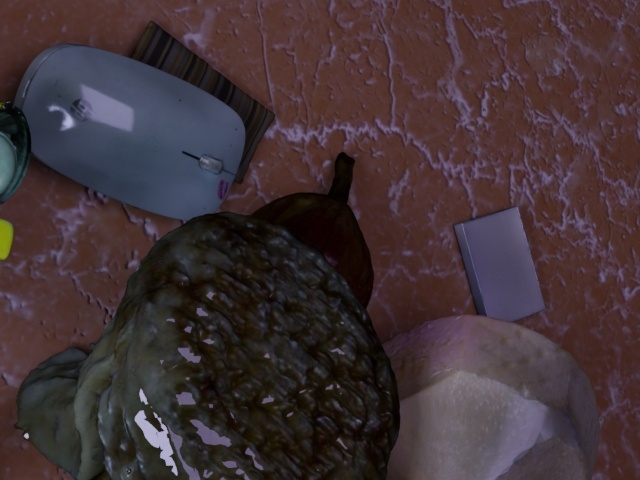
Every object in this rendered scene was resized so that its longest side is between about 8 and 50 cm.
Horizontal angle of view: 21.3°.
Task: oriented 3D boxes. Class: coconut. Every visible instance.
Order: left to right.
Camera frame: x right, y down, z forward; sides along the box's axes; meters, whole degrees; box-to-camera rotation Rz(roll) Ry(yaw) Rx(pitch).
[{"bbox_3d":[0.175,0.270,2.060,0.352,0.352,0.353,5,80,-31],"label":"coconut"}]

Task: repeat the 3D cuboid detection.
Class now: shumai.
[{"bbox_3d":[-0.133,0.210,1.863,0.395,0.348,0.395,22,48,-27],"label":"shumai"}]

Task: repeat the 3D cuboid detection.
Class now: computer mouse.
[{"bbox_3d":[-0.216,-0.125,1.969,0.288,0.097,0.159,23,87,-23],"label":"computer mouse"}]

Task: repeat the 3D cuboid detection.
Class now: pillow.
[{"bbox_3d":[-0.153,-0.167,2.072,0.203,0.038,0.113,37,63,-23],"label":"pillow"}]

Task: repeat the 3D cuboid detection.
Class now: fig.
[{"bbox_3d":[-0.029,-0.011,2.065,0.190,0.190,0.290,20,56,-28],"label":"fig"}]

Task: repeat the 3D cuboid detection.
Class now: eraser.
[{"bbox_3d":[0.243,0.036,2.297,0.104,0.023,0.150,-16,92,-32],"label":"eraser"}]

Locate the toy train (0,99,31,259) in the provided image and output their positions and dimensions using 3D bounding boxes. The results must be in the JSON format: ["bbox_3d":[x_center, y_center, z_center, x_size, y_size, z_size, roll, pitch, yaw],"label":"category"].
[{"bbox_3d":[-0.457,-0.027,1.648,0.179,0.442,0.272,16,85,-46],"label":"toy train"}]
